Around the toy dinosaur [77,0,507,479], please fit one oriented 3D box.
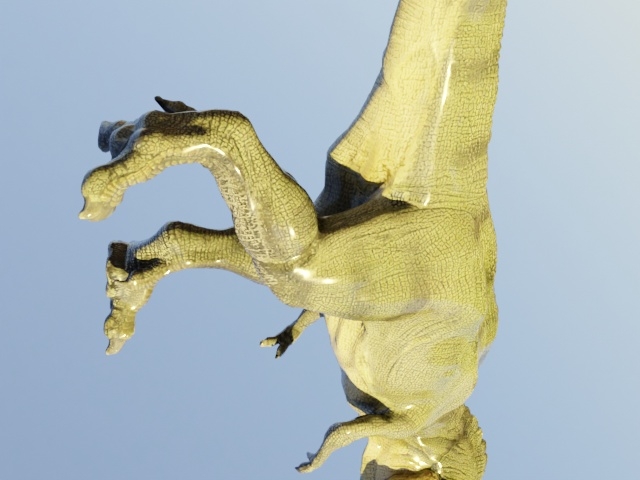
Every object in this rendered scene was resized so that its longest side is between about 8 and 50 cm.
[{"bbox_3d":[0.000,0.000,0.396,0.268,0.118,0.064,95,177,-46],"label":"toy dinosaur"}]
